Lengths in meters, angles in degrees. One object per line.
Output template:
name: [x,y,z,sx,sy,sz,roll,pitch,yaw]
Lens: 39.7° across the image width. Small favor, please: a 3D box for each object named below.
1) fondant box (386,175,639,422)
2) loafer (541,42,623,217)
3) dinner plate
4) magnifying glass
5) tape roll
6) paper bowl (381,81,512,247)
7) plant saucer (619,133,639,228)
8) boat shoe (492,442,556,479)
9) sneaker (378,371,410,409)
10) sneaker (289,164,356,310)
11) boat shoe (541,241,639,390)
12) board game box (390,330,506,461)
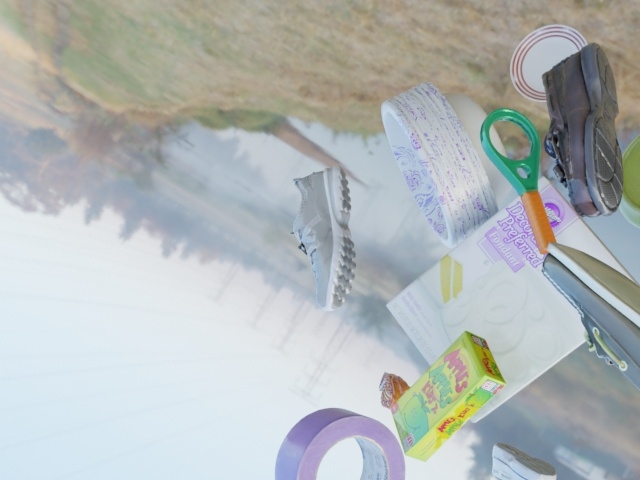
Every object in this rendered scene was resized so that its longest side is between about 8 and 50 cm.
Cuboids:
fondant box: [0.306,0.095,1.412,0.238,0.330,0.096,53,-166,17]
loafer: [0.338,-0.138,1.171,0.095,0.303,0.109,-17,131,32]
dinner plate: [0.401,-0.308,1.548,0.141,0.141,0.017,30,-174,34]
magnifying glass: [0.298,-0.090,1.300,0.092,0.231,0.026,-7,158,-21]
tape roll: [0.031,0.355,1.356,0.189,0.189,0.080,33,165,-24]
paper bowl: [0.228,-0.142,1.544,0.284,0.148,0.284,154,90,-90]
plant saucer: [0.672,-0.136,1.727,0.037,0.241,0.241,23,-176,-37]
boat shoe: [0.411,0.476,1.798,0.083,0.076,0.226,10,180,-7]
sneaker: [0.159,0.310,1.834,0.067,0.064,0.175,18,-172,2]
sneaker: [0.000,0.000,1.691,0.115,0.281,0.105,-7,159,16]
boat shoe: [0.356,0.110,1.015,0.109,0.091,0.305,6,-151,-41]
board game box: [0.182,0.228,1.292,0.043,0.181,0.092,25,-152,-28]
